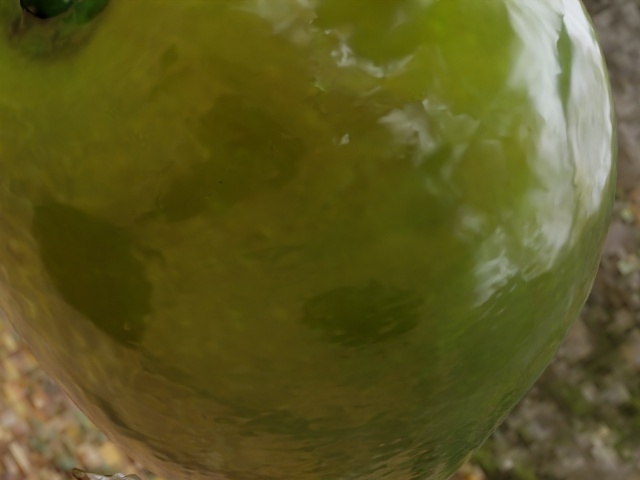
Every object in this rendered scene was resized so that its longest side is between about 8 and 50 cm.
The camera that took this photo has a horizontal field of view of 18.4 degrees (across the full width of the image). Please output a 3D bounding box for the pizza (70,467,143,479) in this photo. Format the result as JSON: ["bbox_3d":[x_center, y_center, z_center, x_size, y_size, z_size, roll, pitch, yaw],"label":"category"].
[{"bbox_3d":[-0.009,0.109,0.352,0.226,0.147,0.069,-105,172,-52],"label":"pizza"}]

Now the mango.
[{"bbox_3d":[0.000,0.000,0.628,0.343,0.192,0.156,70,7,-63],"label":"mango"}]
